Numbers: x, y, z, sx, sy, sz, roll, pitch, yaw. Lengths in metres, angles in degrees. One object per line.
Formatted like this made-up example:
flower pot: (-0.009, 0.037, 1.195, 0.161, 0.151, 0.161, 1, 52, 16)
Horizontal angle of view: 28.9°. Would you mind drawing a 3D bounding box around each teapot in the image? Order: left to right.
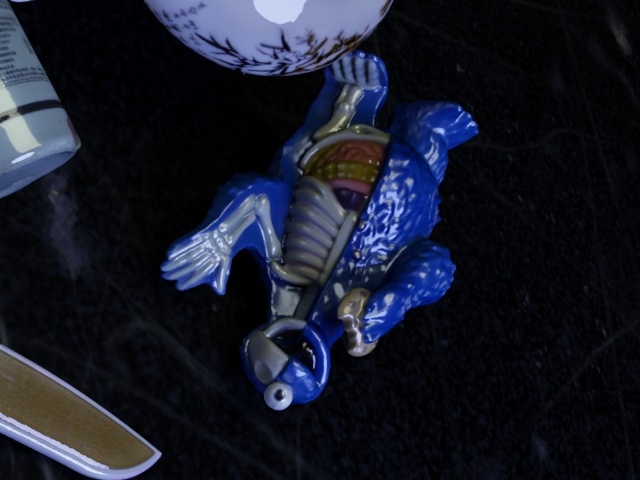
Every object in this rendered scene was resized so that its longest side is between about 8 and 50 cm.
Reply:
teapot: (-0.059, -0.206, 0.799, 0.300, 0.166, 0.208, -14, 101, -28)

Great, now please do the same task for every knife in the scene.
knife: (-0.179, 0.069, 0.647, 0.256, 0.022, 0.046, 35, 41, -33)

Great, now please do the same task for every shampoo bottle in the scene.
shampoo bottle: (-0.225, -0.147, 0.668, 0.085, 0.085, 0.262, -28, 91, -54)

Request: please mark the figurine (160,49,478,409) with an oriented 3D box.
figurine: (0.009, -0.001, 0.849, 0.164, 0.121, 0.262, 37, 62, -2)
